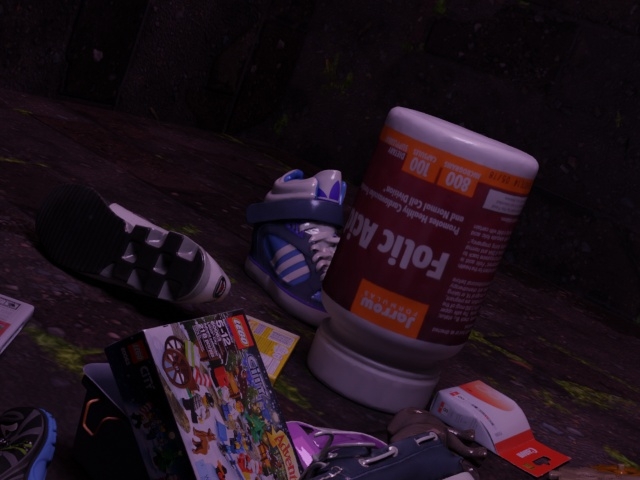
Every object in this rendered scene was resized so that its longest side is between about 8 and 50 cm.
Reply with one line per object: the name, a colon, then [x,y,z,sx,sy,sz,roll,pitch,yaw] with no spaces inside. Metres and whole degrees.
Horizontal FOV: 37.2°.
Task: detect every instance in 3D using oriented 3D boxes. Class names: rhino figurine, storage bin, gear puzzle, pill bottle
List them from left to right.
storage bin: [-0.173,0.183,0.860,0.098,0.091,0.135,9,16,-46]
pill bottle: [0.132,0.029,1.343,0.224,0.392,0.224,20,11,-4]
rhino figurine: [0.128,0.244,1.083,0.106,0.073,0.243,22,-1,1]
gear puzzle: [0.381,0.338,1.226,0.175,0.044,0.339,4,1,14]

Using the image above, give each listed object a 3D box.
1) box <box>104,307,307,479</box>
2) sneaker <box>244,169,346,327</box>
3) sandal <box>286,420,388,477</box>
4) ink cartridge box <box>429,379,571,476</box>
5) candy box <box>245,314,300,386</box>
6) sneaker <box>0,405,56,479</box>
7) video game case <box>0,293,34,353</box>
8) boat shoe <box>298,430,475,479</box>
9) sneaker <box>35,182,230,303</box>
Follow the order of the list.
box: [-0.079,0.179,0.794,0.159,0.044,0.233,-7,74,-65]
sneaker: [0.000,0.000,1.629,0.130,0.236,0.323,10,15,-42]
sandal: [0.041,0.241,0.934,0.416,0.102,0.169,25,12,11]
ink cartridge box: [0.265,0.266,1.369,0.179,0.045,0.145,25,13,31]
candy box: [-0.094,0.149,1.309,0.105,0.027,0.206,20,11,4]
sneaker: [-0.261,0.183,0.764,0.078,0.067,0.188,24,13,-15]
video game case: [-0.439,0.075,1.055,0.201,0.023,0.183,21,11,-7]
boat shoe: [0.030,0.207,0.796,0.254,0.095,0.079,-4,48,-40]
sneaker: [-0.278,0.022,1.408,0.330,0.122,0.146,26,-6,26]
